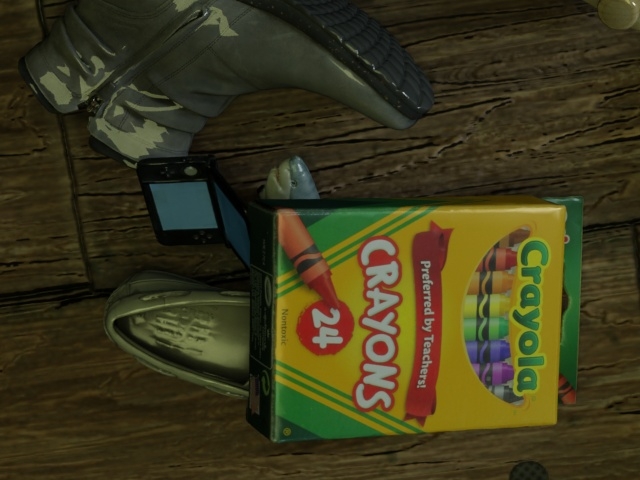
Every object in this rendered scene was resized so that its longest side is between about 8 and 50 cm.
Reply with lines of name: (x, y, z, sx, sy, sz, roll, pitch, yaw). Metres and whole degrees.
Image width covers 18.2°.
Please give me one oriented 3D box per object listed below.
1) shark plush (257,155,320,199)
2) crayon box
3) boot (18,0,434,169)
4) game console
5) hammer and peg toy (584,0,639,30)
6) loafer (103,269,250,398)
shark plush: (0.000, 0.000, 1.811, 0.067, 0.073, 0.161, -32, 100, 20)
crayon box: (0.098, 0.062, 1.746, 0.318, 0.081, 0.202, -3, 99, -19)
boot: (-0.084, -0.141, 1.787, 0.338, 0.118, 0.223, 34, 110, 6)
game console: (-0.106, -0.013, 1.791, 0.107, 0.071, 0.122, -2, 142, 6)
hammer and peg toy: (0.175, -0.351, 1.657, 0.361, 0.127, 0.266, 30, 132, 0)
loafer: (-0.042, 0.104, 1.817, 0.319, 0.111, 0.112, 11, 102, 3)
